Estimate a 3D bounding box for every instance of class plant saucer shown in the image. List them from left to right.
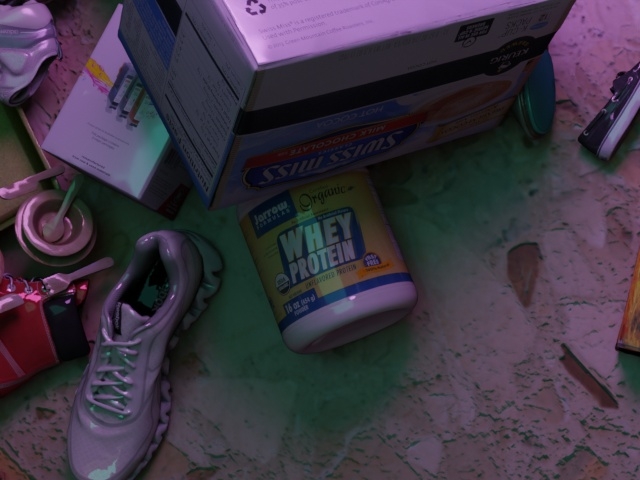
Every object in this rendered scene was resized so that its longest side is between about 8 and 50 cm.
[{"bbox_3d":[-0.395,-0.081,1.635,0.188,0.045,0.188,-29,76,6],"label":"plant saucer"}]

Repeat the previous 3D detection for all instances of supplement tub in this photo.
[{"bbox_3d":[0.000,0.000,1.490,0.144,0.144,0.199,-23,77,7],"label":"supplement tub"}]

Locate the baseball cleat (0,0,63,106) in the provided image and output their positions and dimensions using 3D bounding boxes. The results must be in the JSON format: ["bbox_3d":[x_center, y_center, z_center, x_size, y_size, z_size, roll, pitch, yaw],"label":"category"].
[{"bbox_3d":[-0.378,-0.186,1.589,0.206,0.072,0.109,-20,84,11],"label":"baseball cleat"}]

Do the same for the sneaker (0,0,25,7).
[{"bbox_3d":[-0.460,-0.263,1.651,0.267,0.101,0.106,-15,76,9],"label":"sneaker"}]

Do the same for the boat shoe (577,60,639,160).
[{"bbox_3d":[0.312,-0.149,1.501,0.040,0.049,0.142,31,90,15],"label":"boat shoe"}]

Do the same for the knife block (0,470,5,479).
[{"bbox_3d":[-0.508,0.293,1.576,0.242,0.088,0.275,38,91,14],"label":"knife block"}]

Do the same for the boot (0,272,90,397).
[{"bbox_3d":[-0.347,0.036,1.563,0.176,0.088,0.244,-27,98,-3],"label":"boot"}]

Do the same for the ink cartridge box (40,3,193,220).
[{"bbox_3d":[-0.182,-0.134,1.558,0.127,0.128,0.176,28,86,15],"label":"ink cartridge box"}]

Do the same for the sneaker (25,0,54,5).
[{"bbox_3d":[-0.267,-0.340,1.612,0.066,0.071,0.188,36,73,-2],"label":"sneaker"}]

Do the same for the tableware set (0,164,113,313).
[{"bbox_3d":[-0.318,0.002,1.524,0.194,0.039,0.128,-25,80,-28],"label":"tableware set"}]

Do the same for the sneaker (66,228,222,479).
[{"bbox_3d":[-0.199,0.120,1.528,0.110,0.118,0.292,18,86,12],"label":"sneaker"}]

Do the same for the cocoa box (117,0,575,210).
[{"bbox_3d":[0.017,-0.215,1.395,0.347,0.228,0.231,-18,65,-25],"label":"cocoa box"}]

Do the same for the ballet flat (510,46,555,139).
[{"bbox_3d":[0.204,-0.204,1.531,0.068,0.072,0.213,-7,78,38],"label":"ballet flat"}]

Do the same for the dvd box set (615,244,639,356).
[{"bbox_3d":[0.486,-0.060,1.443,0.308,0.062,0.420,14,84,13],"label":"dvd box set"}]
